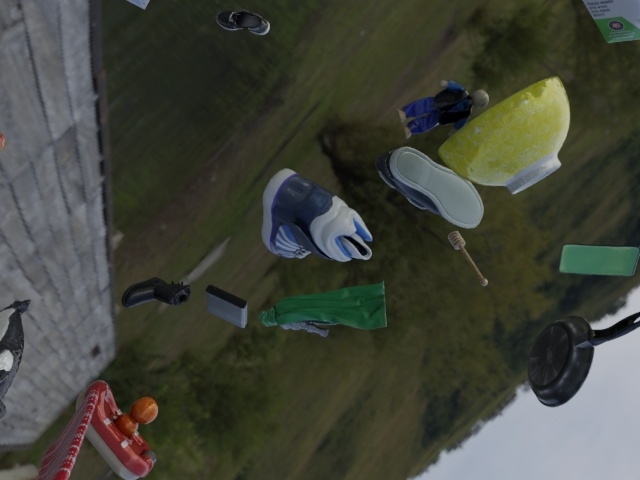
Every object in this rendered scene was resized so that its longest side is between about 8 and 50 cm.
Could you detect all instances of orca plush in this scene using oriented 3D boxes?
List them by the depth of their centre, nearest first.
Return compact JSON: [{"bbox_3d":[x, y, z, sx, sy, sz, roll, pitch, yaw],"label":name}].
[{"bbox_3d":[-0.491,0.209,1.260,0.151,0.102,0.287,-13,-151,3],"label":"orca plush"}]

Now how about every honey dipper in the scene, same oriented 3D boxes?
[{"bbox_3d":[0.349,0.044,2.069,0.030,0.161,0.030,-19,146,-14],"label":"honey dipper"}]

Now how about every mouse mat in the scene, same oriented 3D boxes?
[{"bbox_3d":[0.702,0.049,2.223,0.153,0.189,0.007,74,23,-58],"label":"mouse mat"}]

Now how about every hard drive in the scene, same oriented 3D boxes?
[{"bbox_3d":[-0.206,0.146,1.943,0.135,0.094,0.022,101,14,-66],"label":"hard drive"}]

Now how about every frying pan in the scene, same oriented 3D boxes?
[{"bbox_3d":[0.509,0.234,1.743,0.326,0.053,0.197,-24,-134,68],"label":"frying pan"}]

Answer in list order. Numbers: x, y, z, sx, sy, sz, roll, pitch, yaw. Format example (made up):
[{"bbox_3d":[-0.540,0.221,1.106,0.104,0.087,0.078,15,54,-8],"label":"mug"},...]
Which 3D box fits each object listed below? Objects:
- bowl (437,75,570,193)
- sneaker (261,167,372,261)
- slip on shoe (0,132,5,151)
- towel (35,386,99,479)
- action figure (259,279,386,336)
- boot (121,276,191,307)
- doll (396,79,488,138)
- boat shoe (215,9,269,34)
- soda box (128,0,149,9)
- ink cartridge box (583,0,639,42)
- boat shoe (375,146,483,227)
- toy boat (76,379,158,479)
[{"bbox_3d":[0.401,-0.189,1.794,0.289,0.156,0.289,-30,172,-4],"label":"bowl"},{"bbox_3d":[0.000,-0.001,1.860,0.130,0.236,0.323,-47,160,-20],"label":"sneaker"},{"bbox_3d":[-0.810,-0.301,1.901,0.123,0.331,0.101,-38,-176,30],"label":"slip on shoe"},{"bbox_3d":[-0.475,0.406,1.569,0.199,0.031,0.275,-53,-164,21],"label":"towel"},{"bbox_3d":[0.003,0.130,1.595,0.137,0.232,0.064,-85,170,-60],"label":"action figure"},{"bbox_3d":[-0.337,0.115,1.822,0.121,0.099,0.045,-29,126,-49],"label":"boot"},{"bbox_3d":[0.260,-0.271,1.841,0.188,0.129,0.046,-19,-153,5],"label":"doll"},{"bbox_3d":[-0.167,-0.459,1.832,0.046,0.125,0.038,-68,160,-1],"label":"boat shoe"},{"bbox_3d":[-0.396,-0.658,2.055,0.216,0.069,0.074,-56,-146,16],"label":"soda box"},{"bbox_3d":[0.554,-0.497,1.555,0.201,0.278,0.117,8,-122,53],"label":"ink cartridge box"},{"bbox_3d":[0.259,-0.126,2.066,0.091,0.302,0.114,5,-118,59],"label":"boat shoe"},{"bbox_3d":[-0.424,0.399,1.932,0.151,0.231,0.151,-39,-179,-2],"label":"toy boat"}]
